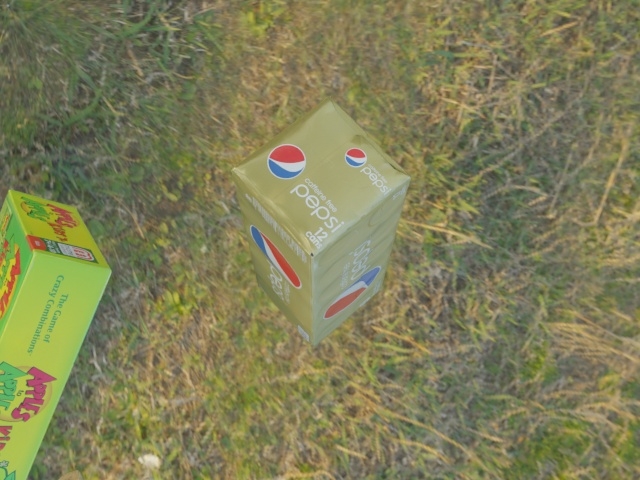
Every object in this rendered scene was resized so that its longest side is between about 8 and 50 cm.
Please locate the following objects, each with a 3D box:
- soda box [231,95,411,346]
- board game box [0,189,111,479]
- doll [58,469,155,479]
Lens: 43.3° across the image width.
[{"bbox_3d":[0.000,0.000,0.442,0.061,0.181,0.058,-39,76,-13],"label":"soda box"},{"bbox_3d":[-0.181,0.073,0.460,0.043,0.092,0.181,17,104,-34],"label":"board game box"},{"bbox_3d":[-0.176,0.288,0.790,0.046,0.129,0.189,-37,123,17],"label":"doll"}]
